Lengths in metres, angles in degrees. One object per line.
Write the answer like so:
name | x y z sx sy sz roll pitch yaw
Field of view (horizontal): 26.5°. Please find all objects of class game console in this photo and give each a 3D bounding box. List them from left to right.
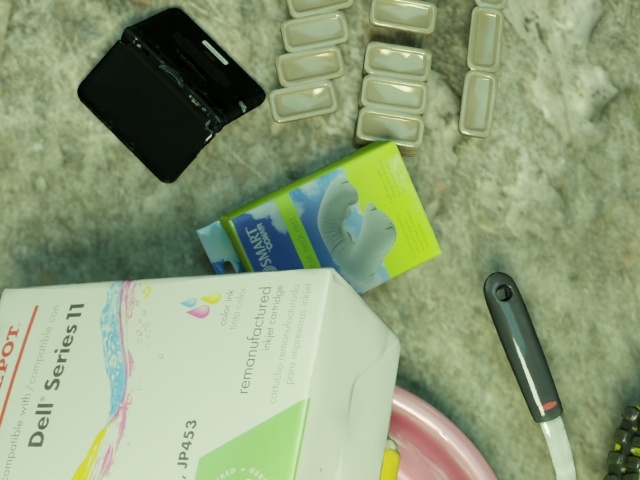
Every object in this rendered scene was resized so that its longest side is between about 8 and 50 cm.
game console | -0.130 -0.129 1.193 0.122 0.071 0.107 45 44 8

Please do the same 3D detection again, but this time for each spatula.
spatula | 0.192 0.166 1.104 0.084 0.030 0.297 -19 93 -12

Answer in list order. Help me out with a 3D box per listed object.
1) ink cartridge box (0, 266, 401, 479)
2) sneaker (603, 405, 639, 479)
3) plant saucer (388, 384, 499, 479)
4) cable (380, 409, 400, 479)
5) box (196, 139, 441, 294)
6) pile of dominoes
ink cartridge box | -0.137 0.141 0.949 0.353 0.119 0.207 -5 60 29
sneaker | 0.279 0.285 1.040 0.146 0.134 0.344 25 84 -35
plant saucer | -0.011 0.265 1.042 0.332 0.084 0.332 2 73 -6
cable | 0.001 0.260 0.964 0.139 0.072 0.287 -7 73 -3
box | 0.000 0.000 1.133 0.178 0.042 0.109 -27 100 -14
pile of dominoes | 0.064 -0.204 1.202 0.195 0.040 0.251 8 81 -3
